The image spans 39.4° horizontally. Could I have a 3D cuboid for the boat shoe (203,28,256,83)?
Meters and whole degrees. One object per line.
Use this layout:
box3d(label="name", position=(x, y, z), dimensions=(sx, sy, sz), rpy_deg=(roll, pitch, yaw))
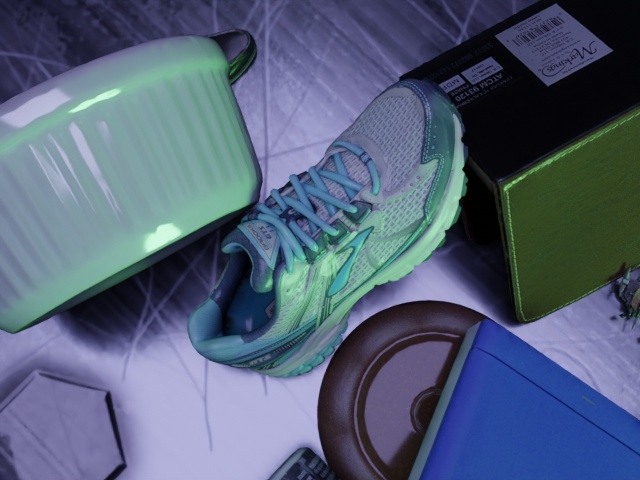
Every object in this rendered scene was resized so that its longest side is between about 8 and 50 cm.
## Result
box3d(label="boat shoe", position=(-0.118, -0.156, 0.811), dimensions=(0.133, 0.042, 0.049), rpy_deg=(-26, 78, -7))

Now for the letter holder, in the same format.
box3d(label="letter holder", position=(0.249, -0.094, 0.761), dimensions=(0.301, 0.214, 0.152), rpy_deg=(-29, 49, -5))

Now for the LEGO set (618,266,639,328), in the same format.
box3d(label="LEGO set", position=(0.286, 0.062, 0.785), dimensions=(0.054, 0.023, 0.083), rpy_deg=(-10, 93, 0))

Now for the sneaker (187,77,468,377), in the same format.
box3d(label="sneaker", position=(0.000, 0.000, 0.673), dimensions=(0.110, 0.122, 0.283), rpy_deg=(50, 117, 34))

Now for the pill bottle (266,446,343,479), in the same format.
box3d(label="pill bottle", position=(0.031, 0.288, 0.681), dimensions=(0.245, 0.130, 0.130), rpy_deg=(44, 82, 7))

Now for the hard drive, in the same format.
box3d(label="hard drive", position=(0.149, 0.241, 0.652), dimensions=(0.210, 0.040, 0.319), rpy_deg=(34, 55, -8))

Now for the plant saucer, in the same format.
box3d(label="plant saucer", position=(0.096, 0.147, 0.757), dimensions=(0.198, 0.036, 0.199), rpy_deg=(0, 79, -1))

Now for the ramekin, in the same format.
box3d(label="ramekin", position=(-0.168, -0.034, 0.682), dimensions=(0.272, 0.273, 0.127), rpy_deg=(-28, 92, -5))
